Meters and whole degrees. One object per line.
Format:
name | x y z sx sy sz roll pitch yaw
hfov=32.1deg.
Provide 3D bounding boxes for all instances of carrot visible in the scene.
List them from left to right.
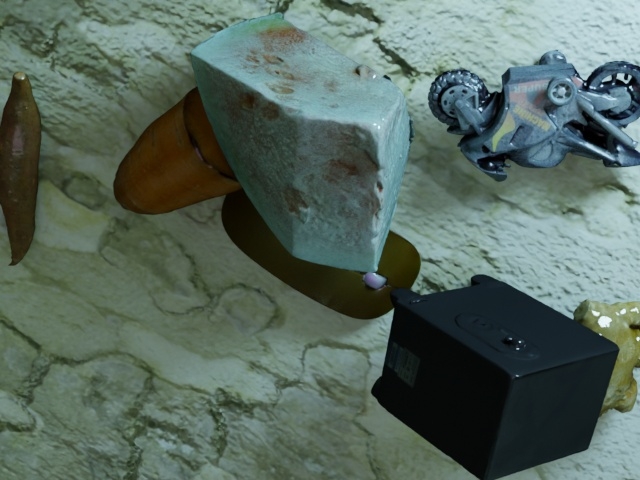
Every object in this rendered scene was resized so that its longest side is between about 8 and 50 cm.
carrot | -0.206 -0.104 1.608 0.225 0.159 0.159 -31 103 30

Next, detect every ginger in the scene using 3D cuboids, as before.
ginger | 0.412 0.188 1.651 0.157 0.102 0.216 3 106 -23

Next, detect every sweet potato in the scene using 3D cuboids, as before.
sweet potato | -0.460 -0.108 1.672 0.072 0.066 0.314 15 113 9

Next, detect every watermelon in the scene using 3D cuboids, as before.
watermelon | 0.013 -0.142 1.473 0.228 0.258 0.387 -40 101 -25

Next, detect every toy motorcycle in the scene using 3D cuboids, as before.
toy motorcycle | 0.304 -0.165 1.543 0.307 0.108 0.173 0 118 6

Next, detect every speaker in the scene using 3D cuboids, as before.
speaker | 0.239 0.180 1.559 0.232 0.254 0.184 -6 117 -39

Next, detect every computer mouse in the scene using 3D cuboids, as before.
computer mouse | 0.000 0.000 1.651 0.310 0.072 0.158 33 112 -6
